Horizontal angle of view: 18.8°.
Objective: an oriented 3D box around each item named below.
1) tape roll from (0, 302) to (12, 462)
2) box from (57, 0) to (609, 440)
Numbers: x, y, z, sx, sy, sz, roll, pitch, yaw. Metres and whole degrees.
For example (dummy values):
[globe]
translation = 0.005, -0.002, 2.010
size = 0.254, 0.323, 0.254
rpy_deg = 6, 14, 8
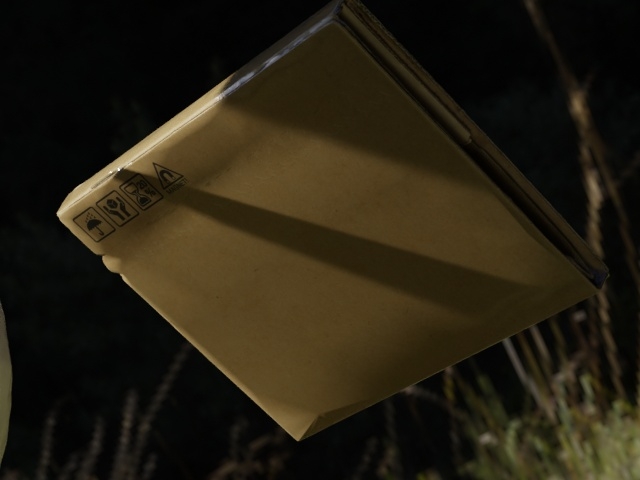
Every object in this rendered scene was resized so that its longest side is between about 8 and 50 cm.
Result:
[tape roll]
translation = -0.288, 0.063, 0.867
size = 0.286, 0.286, 0.100
rpy_deg = -17, 5, 18
[box]
translation = 0.000, 0.000, 0.848
size = 0.201, 0.164, 0.021
rpy_deg = -31, 21, 42
